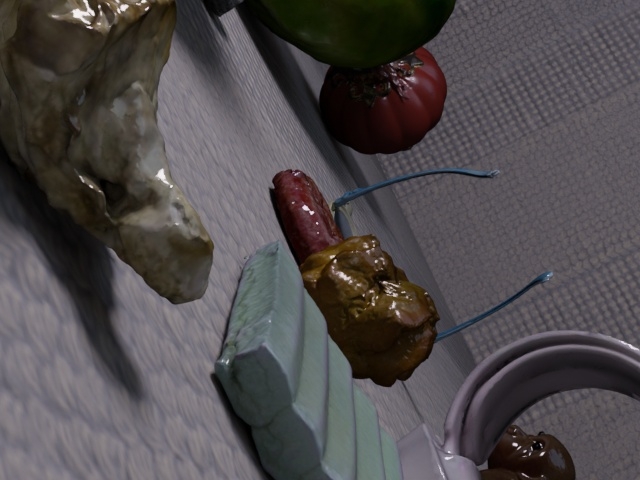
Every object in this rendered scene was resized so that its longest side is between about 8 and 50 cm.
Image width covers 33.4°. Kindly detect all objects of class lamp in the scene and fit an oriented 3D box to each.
[{"bbox_3d":[0.107,-0.257,1.859,0.226,0.227,0.227,61,8,-14],"label":"lamp"}]

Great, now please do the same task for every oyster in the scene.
[{"bbox_3d":[-0.086,-0.063,0.433,0.163,0.081,0.191,-1,68,-87],"label":"oyster"}]

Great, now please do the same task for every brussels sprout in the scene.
[{"bbox_3d":[0.039,-0.423,1.490,0.361,0.342,0.425,58,17,16],"label":"brussels sprout"}]

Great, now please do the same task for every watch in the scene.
[{"bbox_3d":[0.197,0.210,0.829,0.244,0.231,0.196,64,4,30],"label":"watch"}]

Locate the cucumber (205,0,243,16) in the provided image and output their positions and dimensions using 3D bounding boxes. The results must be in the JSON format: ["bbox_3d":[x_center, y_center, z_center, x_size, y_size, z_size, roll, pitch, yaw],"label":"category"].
[{"bbox_3d":[-0.114,-0.297,1.128,0.112,0.064,0.064,59,8,-10],"label":"cucumber"}]

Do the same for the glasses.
[{"bbox_3d":[0.107,0.019,1.098,0.088,0.221,0.189,-30,95,-44],"label":"glasses"}]

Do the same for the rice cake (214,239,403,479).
[{"bbox_3d":[0.001,0.099,0.605,0.189,0.037,0.198,62,7,-5],"label":"rice cake"}]

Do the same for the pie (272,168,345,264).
[{"bbox_3d":[0.000,0.000,0.957,0.154,0.036,0.154,62,6,-12],"label":"pie"}]

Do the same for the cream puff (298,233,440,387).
[{"bbox_3d":[0.035,0.051,0.796,0.116,0.094,0.122,54,15,-37],"label":"cream puff"}]

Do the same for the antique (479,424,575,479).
[{"bbox_3d":[0.275,0.342,1.261,0.256,0.143,0.121,64,9,23],"label":"antique"}]
